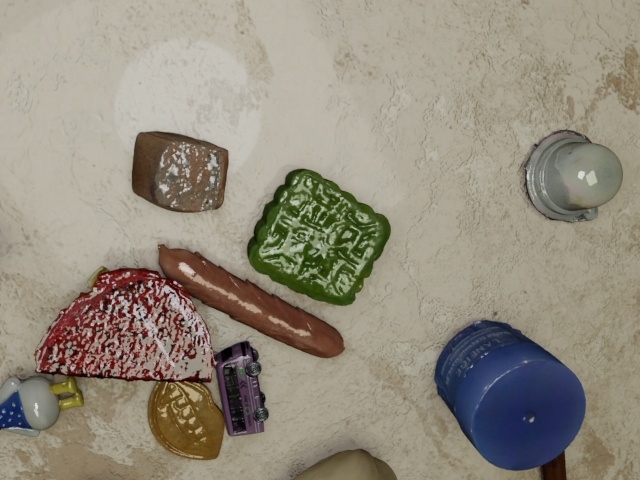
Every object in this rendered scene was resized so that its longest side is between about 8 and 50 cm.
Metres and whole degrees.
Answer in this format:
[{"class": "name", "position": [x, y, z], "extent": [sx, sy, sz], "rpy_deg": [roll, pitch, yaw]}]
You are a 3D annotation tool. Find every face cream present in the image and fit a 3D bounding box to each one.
[{"class": "face cream", "position": [0.389, 0.319, 1.289], "extent": [0.249, 0.225, 0.248], "rpy_deg": [-3, 104, -12]}]

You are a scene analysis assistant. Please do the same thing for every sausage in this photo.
[{"class": "sausage", "position": [-0.138, 0.128, 1.211], "extent": [0.433, 0.088, 0.087], "rpy_deg": [31, 93, -16]}]

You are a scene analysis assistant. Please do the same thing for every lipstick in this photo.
[{"class": "lipstick", "position": [0.545, 0.450, 1.434], "extent": [0.057, 0.057, 0.356], "rpy_deg": [-10, 102, -10]}]

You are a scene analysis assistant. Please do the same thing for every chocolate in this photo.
[{"class": "chocolate", "position": [0.555, -0.128, 1.283], "extent": [0.222, 0.147, 0.221], "rpy_deg": [-4, 103, -15]}]

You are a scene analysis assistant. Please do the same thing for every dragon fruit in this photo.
[{"class": "dragon fruit", "position": [-0.347, 0.153, 1.150], "extent": [0.317, 0.152, 0.204], "rpy_deg": [7, 86, -7]}]

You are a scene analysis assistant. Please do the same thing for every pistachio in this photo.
[{"class": "pistachio", "position": [0.017, 0.580, 1.266], "extent": [0.332, 0.226, 0.207], "rpy_deg": [-35, 146, -12]}]

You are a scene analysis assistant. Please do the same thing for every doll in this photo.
[{"class": "doll", "position": [-0.602, 0.329, 1.138], "extent": [0.294, 0.119, 0.138], "rpy_deg": [-18, 120, -14]}]

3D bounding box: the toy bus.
[{"class": "toy bus", "position": [-0.163, 0.302, 1.236], "extent": [0.099, 0.087, 0.178], "rpy_deg": [-9, 103, -8]}]

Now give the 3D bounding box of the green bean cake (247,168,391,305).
[{"class": "green bean cake", "position": [0.000, 0.000, 1.195], "extent": [0.248, 0.125, 0.222], "rpy_deg": [29, 93, -16]}]

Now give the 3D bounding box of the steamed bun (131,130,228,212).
[{"class": "steamed bun", "position": [-0.260, -0.123, 1.126], "extent": [0.175, 0.106, 0.144], "rpy_deg": [8, 98, -16]}]

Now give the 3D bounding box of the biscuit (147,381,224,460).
[{"class": "biscuit", "position": [-0.279, 0.367, 1.253], "extent": [0.142, 0.029, 0.220], "rpy_deg": [-24, 105, -7]}]
